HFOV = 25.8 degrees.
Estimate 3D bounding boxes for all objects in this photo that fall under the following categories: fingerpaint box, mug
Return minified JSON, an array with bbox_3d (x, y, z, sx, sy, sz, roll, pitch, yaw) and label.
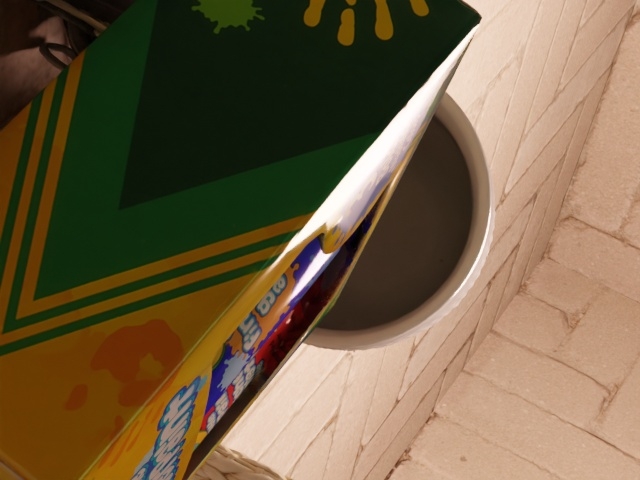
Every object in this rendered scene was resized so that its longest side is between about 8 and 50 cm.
[{"bbox_3d":[-0.109,0.045,0.908,0.371,0.163,0.445,-50,173,-27],"label":"fingerpaint box"},{"bbox_3d":[0.000,0.000,1.434,0.374,0.276,0.328,-33,172,4],"label":"mug"}]

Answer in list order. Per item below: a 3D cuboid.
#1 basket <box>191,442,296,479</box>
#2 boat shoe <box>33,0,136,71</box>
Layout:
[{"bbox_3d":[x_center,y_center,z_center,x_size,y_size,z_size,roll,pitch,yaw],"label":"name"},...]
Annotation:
[{"bbox_3d":[-0.107,0.371,1.505,0.266,0.331,0.328,-62,164,-10],"label":"basket"},{"bbox_3d":[-0.136,-0.151,0.980,0.105,0.113,0.306,-55,161,-3],"label":"boat shoe"}]
